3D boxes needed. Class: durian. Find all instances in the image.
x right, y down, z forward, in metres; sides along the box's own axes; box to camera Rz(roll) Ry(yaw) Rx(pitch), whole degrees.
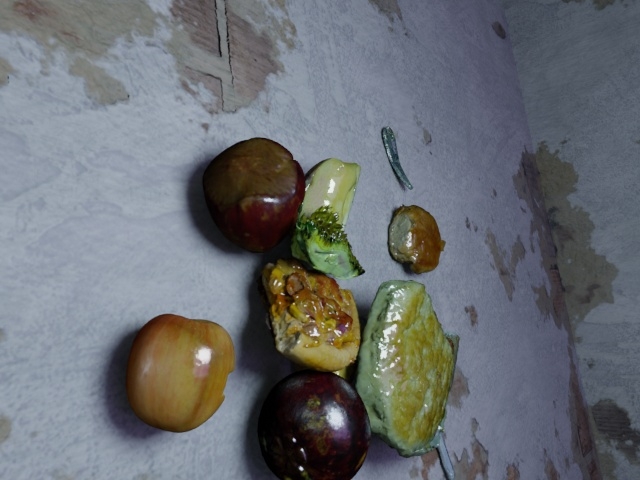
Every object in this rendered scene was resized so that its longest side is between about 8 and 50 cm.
[{"bbox_3d":[0.006,0.002,0.983,0.107,0.132,0.375,50,5,31],"label":"durian"}]

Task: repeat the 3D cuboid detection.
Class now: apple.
[{"bbox_3d":[-0.229,0.219,0.770,0.199,0.199,0.199,17,65,-43],"label":"apple"},{"bbox_3d":[-0.014,-0.083,1.103,0.193,0.120,0.265,18,87,-55],"label":"apple"}]

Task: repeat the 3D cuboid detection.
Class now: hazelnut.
[{"bbox_3d":[-0.141,-0.092,0.951,0.218,0.218,0.234,38,49,-33],"label":"hazelnut"}]

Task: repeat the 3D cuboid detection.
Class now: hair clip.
[{"bbox_3d":[0.255,-0.273,1.546,0.066,0.036,0.229,-14,82,-53],"label":"hair clip"}]

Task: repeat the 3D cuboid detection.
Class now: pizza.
[{"bbox_3d":[-0.013,0.150,0.997,0.278,0.114,0.409,51,14,12],"label":"pizza"}]

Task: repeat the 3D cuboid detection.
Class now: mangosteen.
[{"bbox_3d":[0.001,0.374,0.946,0.289,0.231,0.231,6,72,-69],"label":"mangosteen"}]

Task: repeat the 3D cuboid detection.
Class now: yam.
[{"bbox_3d":[0.366,0.362,1.414,0.107,0.107,0.194,48,47,-26],"label":"yam"}]

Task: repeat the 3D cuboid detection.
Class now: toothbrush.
[{"bbox_3d":[0.375,0.655,1.384,0.035,0.042,0.414,-15,87,-48],"label":"toothbrush"}]

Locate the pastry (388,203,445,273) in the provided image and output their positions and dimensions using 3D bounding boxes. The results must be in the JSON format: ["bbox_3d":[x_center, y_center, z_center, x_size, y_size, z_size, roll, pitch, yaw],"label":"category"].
[{"bbox_3d":[0.302,-0.008,1.466,0.218,0.100,0.229,-19,97,-44],"label":"pastry"}]

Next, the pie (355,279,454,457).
[{"bbox_3d":[0.202,0.318,1.147,0.418,0.180,0.395,54,46,-42],"label":"pie"}]

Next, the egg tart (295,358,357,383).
[{"bbox_3d":[0.021,0.290,1.088,0.191,0.074,0.191,16,66,-41],"label":"egg tart"}]
